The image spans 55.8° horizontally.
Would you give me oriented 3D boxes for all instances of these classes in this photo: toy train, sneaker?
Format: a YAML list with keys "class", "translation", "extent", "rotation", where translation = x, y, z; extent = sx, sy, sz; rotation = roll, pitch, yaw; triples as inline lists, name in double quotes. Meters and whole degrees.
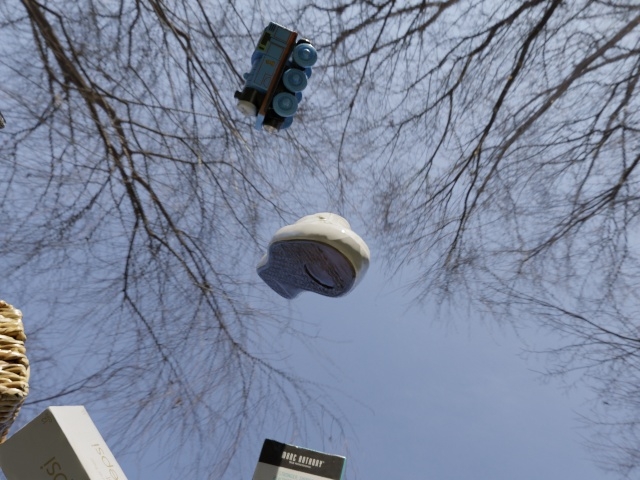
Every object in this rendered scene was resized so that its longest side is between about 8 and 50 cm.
- class: "toy train"
  translation: [-0.075, -0.269, 1.012]
  extent: [0.105, 0.080, 0.184]
  rotation: [22, -106, -6]
- class: "sneaker"
  translation: [0.000, 0.000, 0.767]
  extent: [0.106, 0.290, 0.123]
  rotation: [45, -109, -10]

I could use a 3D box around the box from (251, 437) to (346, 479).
- class: "box"
  translation: [-0.046, 0.345, 0.643]
  extent: [0.100, 0.060, 0.244]
  rotation: [11, -133, 9]

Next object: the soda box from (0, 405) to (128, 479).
- class: "soda box"
  translation: [-0.223, 0.270, 0.590]
  extent: [0.074, 0.069, 0.216]
  rotation: [-38, -106, -3]

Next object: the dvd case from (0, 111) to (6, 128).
- class: "dvd case"
  translation: [-0.503, -0.214, 0.712]
  extent: [0.164, 0.221, 0.018]
  rotation: [-8, -136, 1]

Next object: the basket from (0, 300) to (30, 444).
- class: "basket"
  translation: [-0.609, 0.203, 0.872]
  extent: [0.223, 0.299, 0.213]
  rotation: [-53, -132, 30]
